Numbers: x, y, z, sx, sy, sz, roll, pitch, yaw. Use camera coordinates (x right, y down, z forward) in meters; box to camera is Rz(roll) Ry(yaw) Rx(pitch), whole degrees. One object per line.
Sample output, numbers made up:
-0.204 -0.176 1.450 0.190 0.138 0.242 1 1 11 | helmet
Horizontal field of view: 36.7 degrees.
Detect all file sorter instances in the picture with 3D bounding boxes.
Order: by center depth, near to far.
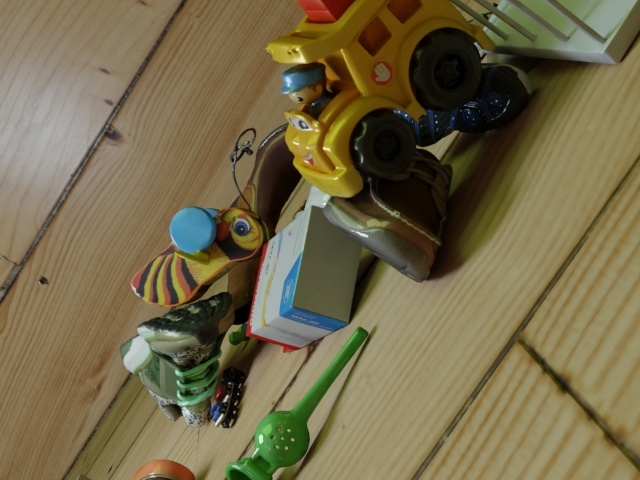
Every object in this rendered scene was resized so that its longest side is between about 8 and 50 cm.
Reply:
0.201 -0.299 0.909 0.193 0.173 0.277 -58 19 3 | file sorter

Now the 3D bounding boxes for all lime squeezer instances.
-0.057 0.222 1.021 0.310 0.058 0.110 -55 10 18 | lime squeezer

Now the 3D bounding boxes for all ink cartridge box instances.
-0.030 0.058 1.234 0.231 0.078 0.134 143 141 -63 | ink cartridge box

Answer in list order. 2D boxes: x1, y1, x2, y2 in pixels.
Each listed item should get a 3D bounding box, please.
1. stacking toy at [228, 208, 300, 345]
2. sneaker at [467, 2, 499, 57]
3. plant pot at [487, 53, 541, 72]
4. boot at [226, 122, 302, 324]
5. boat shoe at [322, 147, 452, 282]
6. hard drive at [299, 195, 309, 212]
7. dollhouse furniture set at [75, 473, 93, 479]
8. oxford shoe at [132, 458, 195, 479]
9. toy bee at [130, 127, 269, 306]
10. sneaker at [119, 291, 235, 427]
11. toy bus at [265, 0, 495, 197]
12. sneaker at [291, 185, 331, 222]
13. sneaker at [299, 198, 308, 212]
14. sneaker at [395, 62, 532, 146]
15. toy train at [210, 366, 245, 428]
-0.086 0.064 1.653 0.167 0.052 0.221 -46 16 51 | stacking toy
0.214 -0.289 1.299 0.040 0.043 0.109 -47 12 54 | sneaker
0.260 -0.284 1.097 0.236 0.032 0.236 -54 11 16 | plant pot
-0.091 -0.035 1.597 0.264 0.096 0.280 -47 25 24 | boot
0.078 -0.050 1.020 0.116 0.123 0.324 -54 12 9 | boat shoe
0.030 -0.085 1.516 0.094 0.022 0.135 21 77 51 | hard drive
-0.198 0.327 1.005 0.129 0.183 0.129 -51 12 32 | dollhouse furniture set
-0.278 0.413 1.408 0.271 0.096 0.098 -48 20 43 | oxford shoe
-0.148 0.005 1.455 0.298 0.162 0.195 -56 -13 29 | toy bee
-0.202 0.202 1.540 0.158 0.182 0.410 -23 -6 -22 | sneaker
0.025 -0.183 0.939 0.220 0.211 0.149 -49 29 -7 | toy bus
0.000 0.000 1.381 0.232 0.090 0.115 123 169 -67 | sneaker
0.019 -0.072 1.587 0.175 0.064 0.067 -58 -14 -11 | sneaker
0.163 -0.163 1.059 0.081 0.080 0.211 -37 15 -22 | sneaker
-0.139 0.232 1.438 0.027 0.036 0.158 -55 11 17 | toy train
